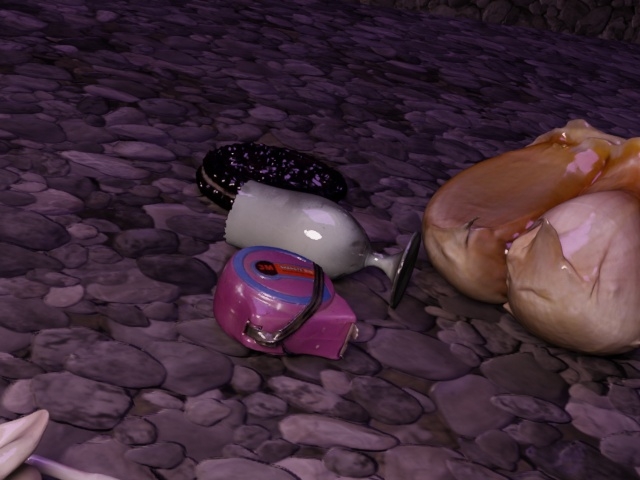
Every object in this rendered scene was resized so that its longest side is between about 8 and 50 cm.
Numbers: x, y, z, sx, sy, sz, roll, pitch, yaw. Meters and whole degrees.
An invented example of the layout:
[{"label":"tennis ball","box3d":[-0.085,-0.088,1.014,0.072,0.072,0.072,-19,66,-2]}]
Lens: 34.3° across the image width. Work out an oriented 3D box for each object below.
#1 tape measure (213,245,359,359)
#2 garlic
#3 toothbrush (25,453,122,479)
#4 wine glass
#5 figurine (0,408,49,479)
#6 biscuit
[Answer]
[{"label":"tape measure","box3d":[-0.039,0.062,0.982,0.118,0.074,0.125,7,28,-27]},{"label":"garlic","box3d":[0.256,-0.004,1.123,0.286,0.249,0.313,36,49,12]},{"label":"toothbrush","box3d":[-0.256,0.145,0.737,0.307,0.025,0.029,18,31,11]},{"label":"wine glass","box3d":[0.000,0.000,1.121,0.202,0.093,0.093,19,24,14]},{"label":"figurine","box3d":[-0.255,0.163,0.581,0.155,0.127,0.235,0,18,8]},{"label":"biscuit","box3d":[-0.061,-0.074,1.308,0.194,0.053,0.194,12,22,-5]}]
